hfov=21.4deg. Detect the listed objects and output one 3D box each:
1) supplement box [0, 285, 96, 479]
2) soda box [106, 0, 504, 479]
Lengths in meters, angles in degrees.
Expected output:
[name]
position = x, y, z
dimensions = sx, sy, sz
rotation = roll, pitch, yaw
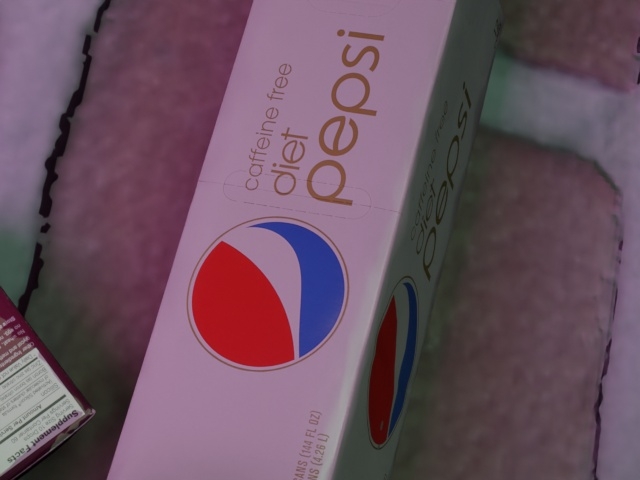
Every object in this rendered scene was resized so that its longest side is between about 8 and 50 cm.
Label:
[supplement box]
position = -0.113, 0.036, 0.519
dimensions = 0.043, 0.055, 0.083
rotation = -37, 89, -23
[soda box]
position = 0.000, 0.000, 0.544
dimensions = 0.069, 0.074, 0.216
rotation = 9, 70, 17
